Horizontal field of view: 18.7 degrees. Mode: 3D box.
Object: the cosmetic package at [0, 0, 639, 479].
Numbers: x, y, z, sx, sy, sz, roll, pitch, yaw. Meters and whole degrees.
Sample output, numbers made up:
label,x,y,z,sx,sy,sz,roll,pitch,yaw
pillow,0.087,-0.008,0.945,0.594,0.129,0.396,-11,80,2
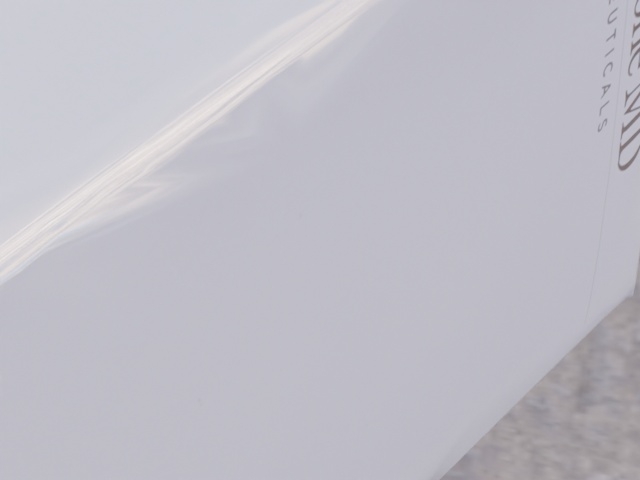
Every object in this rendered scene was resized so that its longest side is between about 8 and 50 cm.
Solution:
label,x,y,z,sx,sy,sz,roll,pitch,yaw
cosmetic package,-0.083,0.016,0.443,0.155,0.197,0.365,32,56,29
